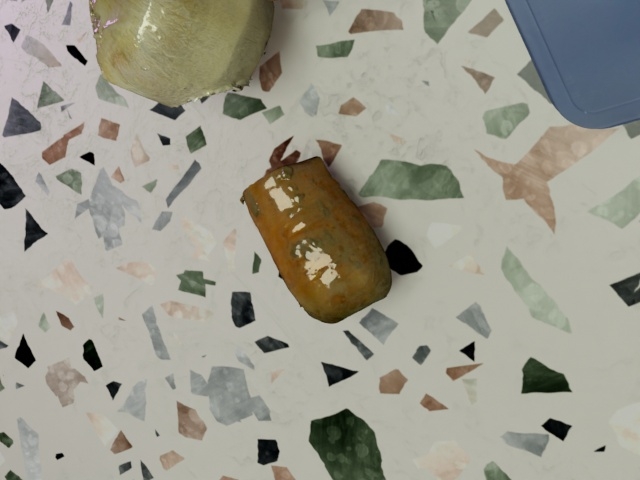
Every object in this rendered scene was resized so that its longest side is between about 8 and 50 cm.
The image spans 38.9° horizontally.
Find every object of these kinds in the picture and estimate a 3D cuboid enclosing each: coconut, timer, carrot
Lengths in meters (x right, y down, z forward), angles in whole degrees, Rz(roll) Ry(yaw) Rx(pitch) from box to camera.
[{"bbox_3d":[-0.295,-0.440,1.821,0.360,0.346,0.346,20,121,-21],"label":"coconut"},{"bbox_3d":[0.521,-0.393,1.491,0.395,0.173,0.395,16,131,19],"label":"timer"},{"bbox_3d":[0.000,0.000,1.902,0.224,0.224,0.341,-32,83,32],"label":"carrot"}]
